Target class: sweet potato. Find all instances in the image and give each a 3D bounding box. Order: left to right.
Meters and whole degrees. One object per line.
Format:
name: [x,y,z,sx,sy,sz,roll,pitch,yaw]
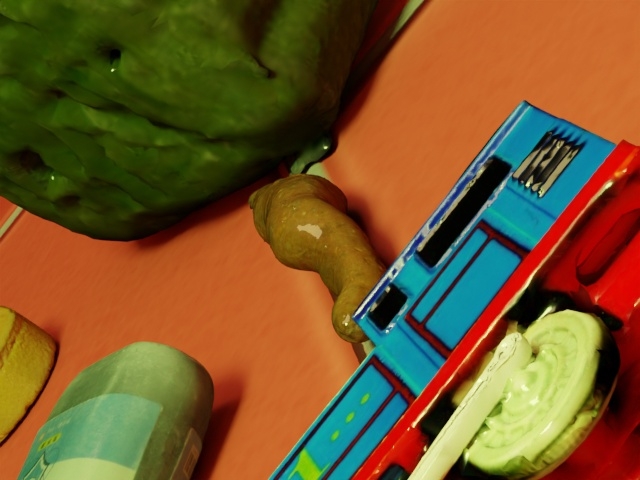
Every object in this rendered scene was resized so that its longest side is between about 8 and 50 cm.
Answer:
sweet potato: [-0.004,-0.003,0.786,0.044,0.044,0.179,-53,19,3]

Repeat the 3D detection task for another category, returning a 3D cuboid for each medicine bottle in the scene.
medicine bottle: [-0.104,0.137,0.763,0.090,0.054,0.208,-28,33,49]

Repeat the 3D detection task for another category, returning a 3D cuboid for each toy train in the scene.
toy train: [0.038,0.070,0.507,0.204,0.083,0.131,-51,20,2]

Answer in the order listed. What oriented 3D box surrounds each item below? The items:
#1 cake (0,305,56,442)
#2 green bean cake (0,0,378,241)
cake: [-0.180,0.074,1.062,0.084,0.044,0.084,-47,21,25]
green bean cake: [-0.123,-0.123,0.950,0.250,0.247,0.156,-28,33,52]
